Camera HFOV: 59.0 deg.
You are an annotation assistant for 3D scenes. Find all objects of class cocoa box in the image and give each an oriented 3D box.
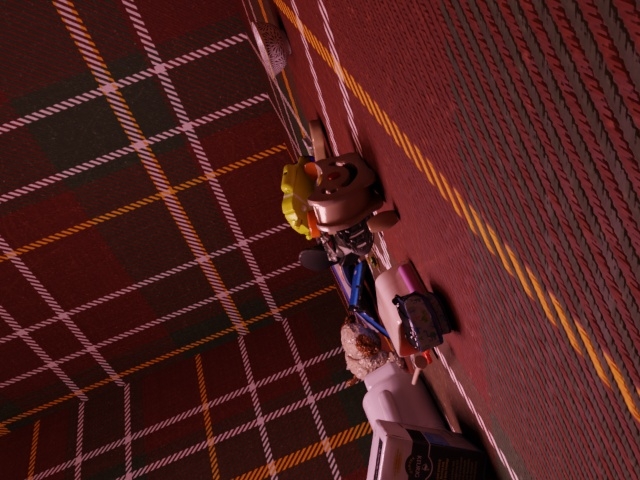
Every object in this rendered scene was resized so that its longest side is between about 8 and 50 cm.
[{"bbox_3d":[0.221,0.613,1.286,0.231,0.227,0.347,92,-173,-82],"label":"cocoa box"}]

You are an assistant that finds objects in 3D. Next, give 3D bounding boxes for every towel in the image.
[{"bbox_3d":[-0.028,-0.312,2.169,0.113,0.023,0.152,-116,5,-56],"label":"towel"}]

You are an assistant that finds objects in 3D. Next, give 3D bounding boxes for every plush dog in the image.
[{"bbox_3d":[0.144,0.387,2.016,0.262,0.210,0.225,38,156,59],"label":"plush dog"}]

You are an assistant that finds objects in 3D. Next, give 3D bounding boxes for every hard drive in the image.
[{"bbox_3d":[0.139,0.214,2.344,0.210,0.040,0.319,48,-169,-44],"label":"hard drive"}]

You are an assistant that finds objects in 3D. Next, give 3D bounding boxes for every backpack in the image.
[{"bbox_3d":[0.193,0.148,1.055,0.114,0.084,0.105,-96,-16,-84],"label":"backpack"}]

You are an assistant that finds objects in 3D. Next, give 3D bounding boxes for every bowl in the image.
[{"bbox_3d":[-0.136,-0.577,1.676,0.170,0.080,0.170,157,90,-87],"label":"bowl"}]

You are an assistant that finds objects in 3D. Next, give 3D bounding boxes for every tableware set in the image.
[{"bbox_3d":[0.139,0.021,1.657,0.154,0.024,0.104,71,176,-46],"label":"tableware set"}]

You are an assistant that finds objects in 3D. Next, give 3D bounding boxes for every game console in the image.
[{"bbox_3d":[0.195,0.217,2.014,0.293,0.173,0.250,99,180,-83],"label":"game console"}]

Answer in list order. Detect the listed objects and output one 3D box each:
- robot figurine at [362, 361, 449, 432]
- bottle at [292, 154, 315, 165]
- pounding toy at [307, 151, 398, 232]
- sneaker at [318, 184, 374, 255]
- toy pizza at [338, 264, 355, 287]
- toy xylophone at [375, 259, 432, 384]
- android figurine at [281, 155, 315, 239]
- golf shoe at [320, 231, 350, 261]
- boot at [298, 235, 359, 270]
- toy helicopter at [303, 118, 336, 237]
[{"bbox_3d":[0.252,0.535,1.654,0.300,0.199,0.354,42,-163,-46],"label":"robot figurine"},{"bbox_3d":[-0.023,-0.179,2.139,0.092,0.118,0.283,25,146,43],"label":"bottle"},{"bbox_3d":[0.057,-0.070,1.232,0.269,0.154,0.155,-117,6,-59],"label":"pounding toy"},{"bbox_3d":[0.082,-0.069,1.495,0.108,0.100,0.272,49,-164,-51],"label":"sneaker"},{"bbox_3d":[0.092,0.087,2.195,0.201,0.032,0.201,-14,-90,-74],"label":"toy pizza"},{"bbox_3d":[0.199,0.192,1.278,0.323,0.081,0.236,76,171,-69],"label":"toy xylophone"},{"bbox_3d":[-0.042,-0.134,1.818,0.248,0.056,0.273,40,-134,-39],"label":"android figurine"},{"bbox_3d":[0.044,-0.051,1.949,0.105,0.120,0.273,64,-178,-54],"label":"golf shoe"},{"bbox_3d":[0.000,0.000,2.068,0.229,0.262,0.091,58,134,40],"label":"boot"},{"bbox_3d":[0.013,-0.193,1.725,0.235,0.140,0.355,-94,-5,-71],"label":"toy helicopter"}]
